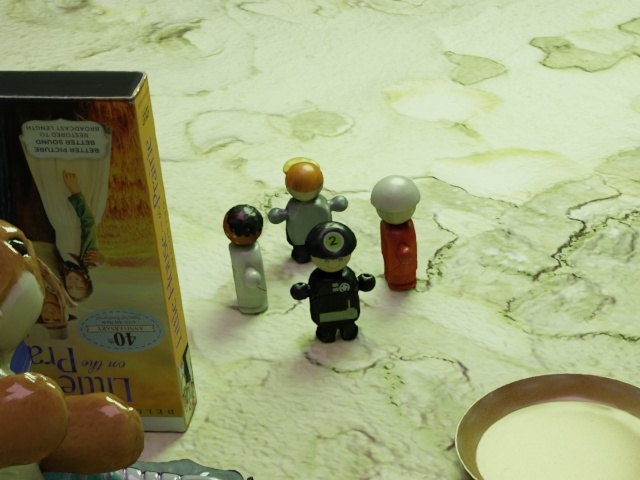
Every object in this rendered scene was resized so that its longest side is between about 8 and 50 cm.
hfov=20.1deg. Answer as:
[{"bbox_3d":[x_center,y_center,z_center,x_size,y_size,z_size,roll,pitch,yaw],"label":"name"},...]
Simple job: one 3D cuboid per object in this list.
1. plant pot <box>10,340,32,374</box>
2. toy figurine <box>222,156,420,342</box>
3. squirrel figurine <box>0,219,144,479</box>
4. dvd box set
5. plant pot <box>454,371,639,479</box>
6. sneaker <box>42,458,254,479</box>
[{"bbox_3d":[-0.417,0.196,1.778,0.212,0.236,0.236,19,29,-7],"label":"plant pot"},{"bbox_3d":[0.000,0.000,2.148,0.209,0.148,0.213,18,38,34],"label":"toy figurine"},{"bbox_3d":[-0.345,0.169,1.461,0.397,0.370,0.281,-20,-9,29],"label":"squirrel figurine"},{"bbox_3d":[-0.305,0.018,1.893,0.308,0.420,0.062,2,34,10],"label":"dvd box set"},{"bbox_3d":[0.257,0.215,1.859,0.236,0.032,0.236,-3,31,2],"label":"plant pot"},{"bbox_3d":[-0.180,0.256,1.830,0.224,0.083,0.098,7,11,11],"label":"sneaker"}]
